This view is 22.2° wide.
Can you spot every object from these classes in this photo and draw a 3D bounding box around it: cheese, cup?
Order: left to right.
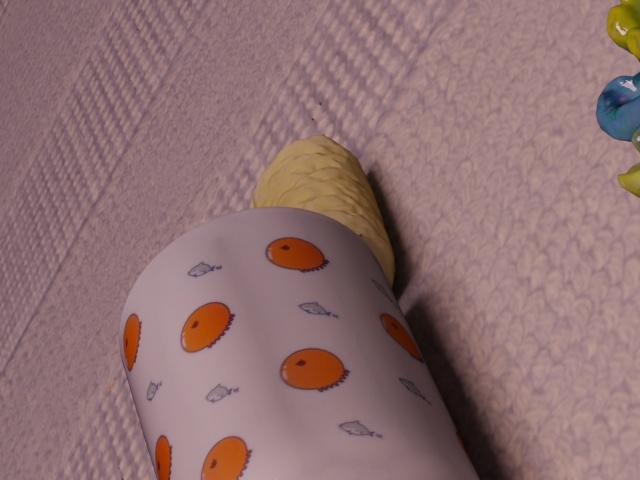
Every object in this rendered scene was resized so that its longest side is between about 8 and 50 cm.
[{"bbox_3d":[-0.013,0.148,1.129,0.212,0.212,0.317,-56,30,21],"label":"cup"},{"bbox_3d":[0.000,0.000,1.350,0.167,0.093,0.123,-108,38,-57],"label":"cheese"}]

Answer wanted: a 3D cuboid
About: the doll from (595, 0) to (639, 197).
[{"bbox_3d":[0.276,-0.134,0.946,0.341,0.098,0.346,-27,45,49],"label":"doll"}]
